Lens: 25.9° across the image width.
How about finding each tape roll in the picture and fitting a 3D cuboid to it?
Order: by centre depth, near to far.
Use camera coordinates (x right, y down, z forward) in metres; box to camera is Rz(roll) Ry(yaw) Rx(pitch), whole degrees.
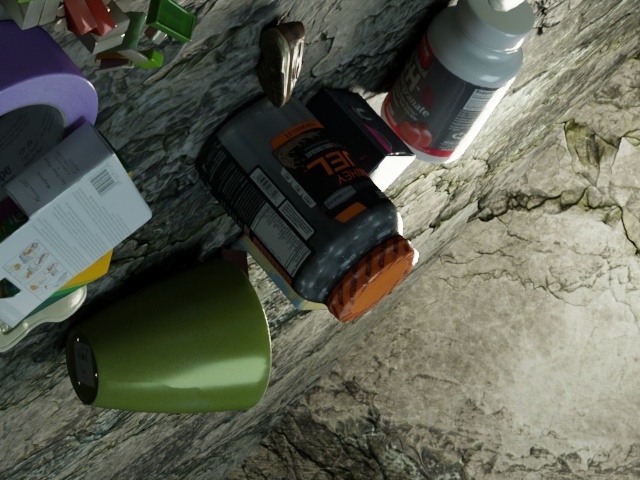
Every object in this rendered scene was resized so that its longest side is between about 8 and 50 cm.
[{"bbox_3d":[-0.388,-0.118,1.574,0.275,0.090,0.275,-37,164,-13],"label":"tape roll"}]

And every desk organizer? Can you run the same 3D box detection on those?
[{"bbox_3d":[-0.161,0.079,2.561,0.050,0.130,0.047,8,141,-21],"label":"desk organizer"}]

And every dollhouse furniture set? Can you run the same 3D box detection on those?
[{"bbox_3d":[-0.218,-0.240,1.591,0.151,0.076,0.058,-2,161,40],"label":"dollhouse furniture set"}]

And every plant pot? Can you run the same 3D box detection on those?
[{"bbox_3d":[-0.281,0.188,2.418,0.293,0.275,0.275,-10,149,-32],"label":"plant pot"}]

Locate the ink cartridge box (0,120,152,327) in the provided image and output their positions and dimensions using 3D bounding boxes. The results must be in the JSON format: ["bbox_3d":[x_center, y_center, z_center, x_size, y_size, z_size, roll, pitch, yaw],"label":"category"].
[{"bbox_3d":[-0.335,-0.012,1.716,0.239,0.060,0.275,-38,167,-7],"label":"ink cartridge box"}]

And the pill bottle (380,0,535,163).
[{"bbox_3d":[0.242,-0.295,2.420,0.176,0.176,0.318,-28,159,-40],"label":"pill bottle"}]

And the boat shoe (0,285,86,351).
[{"bbox_3d":[-0.444,0.098,2.091,0.079,0.084,0.233,-5,-163,36],"label":"boat shoe"}]

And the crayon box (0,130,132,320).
[{"bbox_3d":[-0.365,-0.014,1.920,0.165,0.081,0.278,-32,162,-30],"label":"crayon box"}]

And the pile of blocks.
[{"bbox_3d":[-0.261,-0.273,1.409,0.149,0.112,0.362,-45,164,15],"label":"pile of blocks"}]

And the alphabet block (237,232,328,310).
[{"bbox_3d":[0.000,0.000,2.629,0.197,0.192,0.193,-46,166,13],"label":"alphabet block"}]

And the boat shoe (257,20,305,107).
[{"bbox_3d":[-0.051,-0.257,2.040,0.060,0.064,0.178,-33,160,-20],"label":"boat shoe"}]

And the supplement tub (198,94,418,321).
[{"bbox_3d":[-0.016,-0.049,2.176,0.207,0.338,0.207,-38,165,-12],"label":"supplement tub"}]

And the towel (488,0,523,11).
[{"bbox_3d":[0.364,-0.542,2.064,0.374,0.090,0.320,-55,165,-5],"label":"towel"}]

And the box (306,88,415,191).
[{"bbox_3d":[0.000,-0.106,2.379,0.270,0.165,0.143,-47,163,19],"label":"box"}]
